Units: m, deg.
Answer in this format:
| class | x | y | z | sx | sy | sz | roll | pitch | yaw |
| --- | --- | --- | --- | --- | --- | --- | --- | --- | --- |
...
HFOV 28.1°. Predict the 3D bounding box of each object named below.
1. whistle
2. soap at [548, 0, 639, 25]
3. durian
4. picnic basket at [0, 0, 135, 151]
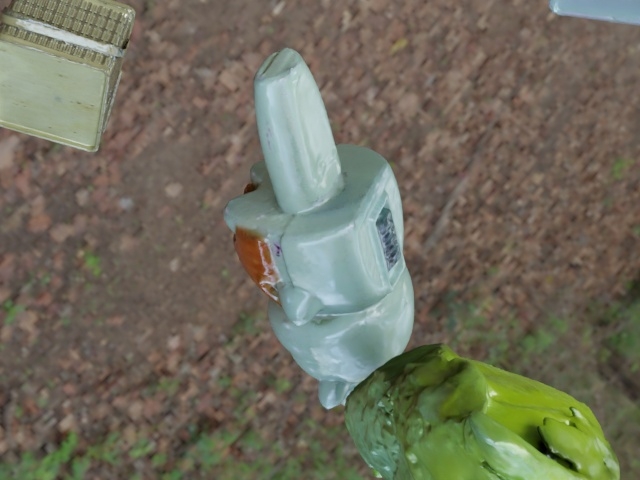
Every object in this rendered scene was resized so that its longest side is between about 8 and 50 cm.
| class | x | y | z | sx | sy | sz | roll | pitch | yaw |
| --- | --- | --- | --- | --- | --- | --- | --- | --- | --- |
| whistle | 0.001 | 0.001 | 0.775 | 0.106 | 0.101 | 0.253 | -14 | 128 | 1 |
| soap | 0.293 | -0.150 | 0.702 | 0.173 | 0.290 | 0.095 | -8 | 108 | -49 |
| durian | 0.083 | 0.116 | 0.678 | 0.101 | 0.139 | 0.250 | -67 | -167 | -4 |
| picnic basket | -0.246 | -0.164 | 1.204 | 0.164 | 0.115 | 0.079 | 122 | -17 | -60 |
